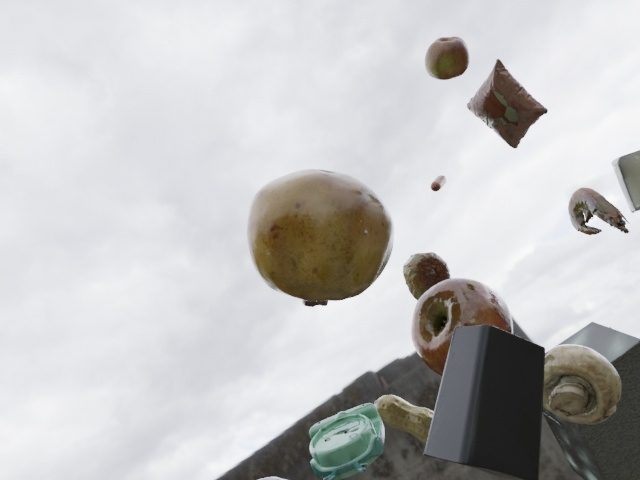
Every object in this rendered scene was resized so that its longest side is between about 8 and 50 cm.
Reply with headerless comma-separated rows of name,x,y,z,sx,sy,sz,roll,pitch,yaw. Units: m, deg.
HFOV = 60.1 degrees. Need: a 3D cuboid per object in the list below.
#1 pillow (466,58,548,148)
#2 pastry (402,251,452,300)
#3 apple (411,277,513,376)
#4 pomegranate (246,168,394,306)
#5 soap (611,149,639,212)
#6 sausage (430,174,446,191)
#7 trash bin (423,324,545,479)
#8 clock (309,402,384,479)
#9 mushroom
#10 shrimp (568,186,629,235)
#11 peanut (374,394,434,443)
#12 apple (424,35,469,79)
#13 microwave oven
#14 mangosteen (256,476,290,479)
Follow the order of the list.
pillow,0.593,-0.428,1.771,0.084,0.236,0.223,-38,-10,-23
pastry,0.400,0.136,2.071,0.182,0.192,0.093,-10,-11,-25
apple,0.411,0.252,1.567,0.301,0.301,0.301,-24,-31,-16
pomegranate,0.000,0.000,1.498,0.416,0.417,0.417,-24,-31,-16
soap,1.019,-0.192,1.753,0.121,0.183,0.064,-19,-8,12
sausage,0.323,-0.155,1.521,0.031,0.031,0.107,-50,-5,27
trash bin,0.287,0.275,0.941,0.165,0.225,0.115,22,-21,-20
clock,0.051,0.413,1.112,0.159,0.066,0.211,-24,5,5
mushroom,0.506,0.289,1.096,0.127,0.166,0.166,-48,-10,-50
shrimp,0.890,-0.080,1.787,0.068,0.249,0.150,-2,-65,-17
peanut,0.314,0.617,1.908,0.125,0.274,0.111,96,-163,-57
apple,0.351,-0.504,1.527,0.126,0.126,0.102,-23,-51,-19
microwave oven,0.909,0.532,1.750,0.374,0.432,0.236,-32,11,-7
mangosteen,-0.105,0.586,1.058,0.265,0.228,0.228,-34,-29,9
